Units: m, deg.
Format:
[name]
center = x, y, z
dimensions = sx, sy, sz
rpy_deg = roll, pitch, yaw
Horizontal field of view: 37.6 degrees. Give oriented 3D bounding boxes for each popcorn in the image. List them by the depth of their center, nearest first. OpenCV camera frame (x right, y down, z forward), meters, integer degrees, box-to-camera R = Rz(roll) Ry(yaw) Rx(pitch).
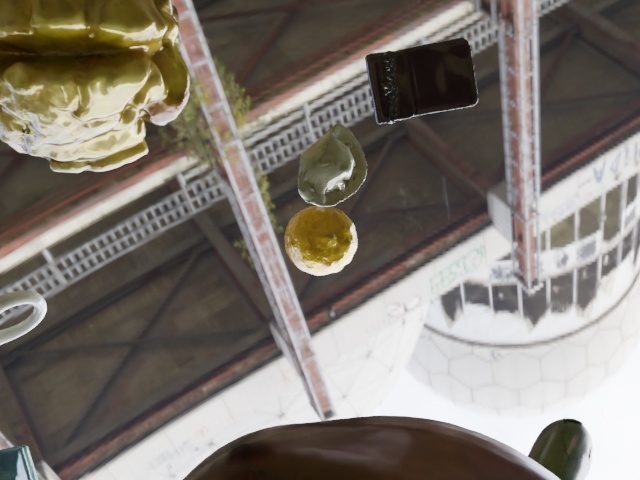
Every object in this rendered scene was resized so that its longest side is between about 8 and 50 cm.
[popcorn]
center = -0.275, -0.188, 0.942
dimensions = 0.265, 0.332, 0.225
rpy_deg = 11, -94, 56

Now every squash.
[squash]
center = 0.285, 0.337, 1.222
dimensions = 0.087, 0.087, 0.331
rpy_deg = 17, -144, 26

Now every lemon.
[lemon]
center = 0.000, 0.000, 1.481
dimensions = 0.114, 0.155, 0.114
rpy_deg = 0, -92, -8

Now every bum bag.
[bum bag]
center = 0.151, -0.237, 1.402
dimensions = 0.159, 0.109, 0.026
rpy_deg = -9, -162, 13

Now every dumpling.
[dumpling]
center = 0.011, -0.071, 0.919
dimensions = 0.052, 0.057, 0.076
rpy_deg = -26, -148, 29

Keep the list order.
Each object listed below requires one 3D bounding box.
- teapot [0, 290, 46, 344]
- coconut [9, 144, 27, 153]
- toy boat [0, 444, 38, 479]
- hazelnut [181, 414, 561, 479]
[teapot]
center = -0.358, 0.096, 0.842
dimensions = 0.226, 0.092, 0.145
rpy_deg = -19, -125, -23
[coconut]
center = -0.364, -0.230, 1.338
dimensions = 0.233, 0.233, 0.245
rpy_deg = 34, -100, 34
[toy boat]
center = -0.286, 0.287, 0.870
dimensions = 0.088, 0.102, 0.215
rpy_deg = -11, -92, 1
[hazelnut]
center = 0.049, 0.286, 0.694
dimensions = 0.366, 0.365, 0.365
rpy_deg = -7, -130, 8
